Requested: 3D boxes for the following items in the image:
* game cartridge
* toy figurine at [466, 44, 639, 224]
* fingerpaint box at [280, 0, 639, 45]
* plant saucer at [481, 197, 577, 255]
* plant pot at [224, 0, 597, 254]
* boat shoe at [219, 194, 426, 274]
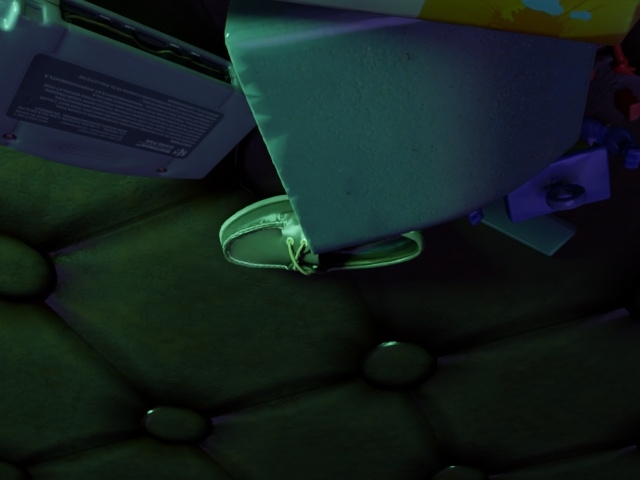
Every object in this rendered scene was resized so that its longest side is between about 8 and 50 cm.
[{"bbox_3d":[-0.223,-0.148,0.571,0.294,0.060,0.196,9,143,-44],"label":"game cartridge"},{"bbox_3d":[0.217,-0.108,0.597,0.363,0.217,0.191,-14,128,9],"label":"toy figurine"},{"bbox_3d":[0.016,-0.295,0.131,0.372,0.163,0.444,7,154,-1],"label":"fingerpaint box"},{"bbox_3d":[0.299,-0.031,0.789,0.192,0.018,0.067,24,124,-18],"label":"plant saucer"},{"bbox_3d":[0.091,-0.163,0.464,0.253,0.247,0.247,-6,142,11],"label":"plant pot"},{"bbox_3d":[-0.001,-0.004,0.755,0.305,0.091,0.109,-7,129,4],"label":"boat shoe"}]
